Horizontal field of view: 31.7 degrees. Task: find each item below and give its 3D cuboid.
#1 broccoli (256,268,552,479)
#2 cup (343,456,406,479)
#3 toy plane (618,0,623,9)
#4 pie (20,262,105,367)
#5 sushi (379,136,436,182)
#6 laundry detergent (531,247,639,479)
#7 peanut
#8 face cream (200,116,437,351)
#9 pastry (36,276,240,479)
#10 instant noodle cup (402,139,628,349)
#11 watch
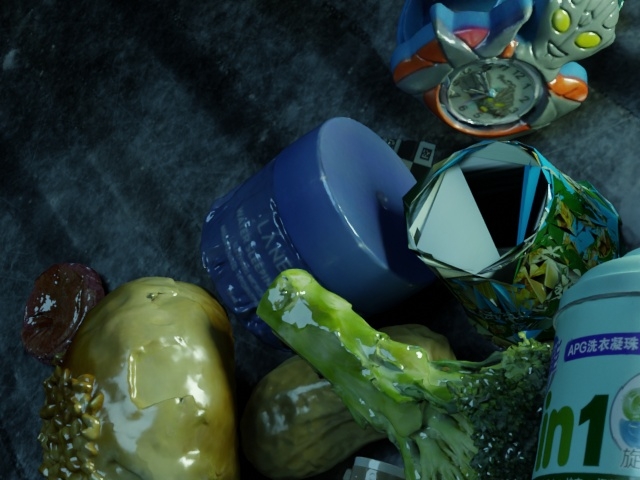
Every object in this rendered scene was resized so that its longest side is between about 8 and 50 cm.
[{"bbox_3d":[0.102,0.148,1.243,0.252,0.221,0.361,-43,74,25],"label":"broccoli"},{"bbox_3d":[0.052,0.318,1.371,0.102,0.074,0.099,6,70,34],"label":"cup"},{"bbox_3d":[0.367,-0.384,1.536,0.096,0.060,0.235,-37,45,26],"label":"toy plane"},{"bbox_3d":[-0.430,0.120,1.875,0.182,0.049,0.182,-17,61,33],"label":"pie"},{"bbox_3d":[0.077,-0.078,1.602,0.201,0.031,0.139,11,87,40],"label":"sushi"},{"bbox_3d":[0.353,0.175,1.076,0.287,0.287,0.305,-2,65,37],"label":"laundry detergent"},{"bbox_3d":[0.032,0.190,1.417,0.291,0.143,0.159,-27,42,17],"label":"peanut"},{"bbox_3d":[0.000,0.000,1.465,0.225,0.249,0.249,-34,49,29],"label":"face cream"},{"bbox_3d":[-0.225,0.245,1.421,0.245,0.410,0.410,-3,56,-8],"label":"pastry"},{"bbox_3d":[0.228,-0.003,1.347,0.240,0.178,0.240,-19,55,29],"label":"instant noodle cup"},{"bbox_3d":[0.243,-0.308,1.473,0.305,0.241,0.275,-36,38,33],"label":"watch"}]
